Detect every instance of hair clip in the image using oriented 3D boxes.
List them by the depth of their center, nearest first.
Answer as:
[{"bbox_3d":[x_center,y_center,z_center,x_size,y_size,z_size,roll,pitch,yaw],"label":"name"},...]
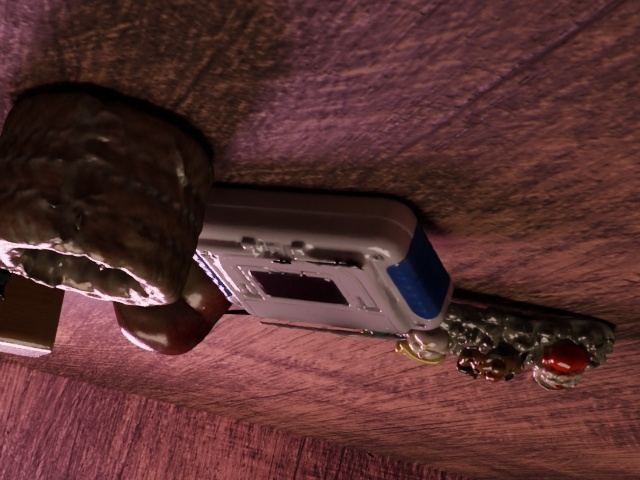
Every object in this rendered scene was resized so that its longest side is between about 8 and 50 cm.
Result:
[{"bbox_3d":[0.178,0.118,1.431,0.321,0.091,0.138,10,163,4],"label":"hair clip"}]

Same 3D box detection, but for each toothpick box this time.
[{"bbox_3d":[-0.504,0.054,1.620,0.308,0.190,0.187,12,166,-19],"label":"toothpick box"}]

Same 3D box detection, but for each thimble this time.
[{"bbox_3d":[-0.198,-0.029,1.085,0.196,0.148,0.229,18,167,-21],"label":"thimble"}]

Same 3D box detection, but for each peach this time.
[{"bbox_3d":[-0.162,0.059,1.420,0.152,0.152,0.152,12,166,3],"label":"peach"}]

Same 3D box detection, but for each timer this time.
[{"bbox_3d":[-0.010,0.024,1.203,0.253,0.078,0.178,5,151,29],"label":"timer"}]

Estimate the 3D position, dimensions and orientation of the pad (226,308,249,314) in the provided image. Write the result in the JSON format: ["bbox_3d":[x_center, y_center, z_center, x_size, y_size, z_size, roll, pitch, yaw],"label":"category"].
[{"bbox_3d":[-0.112,0.067,1.559,0.250,0.055,0.323,-1,160,43],"label":"pad"}]

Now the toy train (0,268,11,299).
[{"bbox_3d":[-0.439,-0.042,1.196,0.237,0.150,0.369,14,173,9],"label":"toy train"}]
